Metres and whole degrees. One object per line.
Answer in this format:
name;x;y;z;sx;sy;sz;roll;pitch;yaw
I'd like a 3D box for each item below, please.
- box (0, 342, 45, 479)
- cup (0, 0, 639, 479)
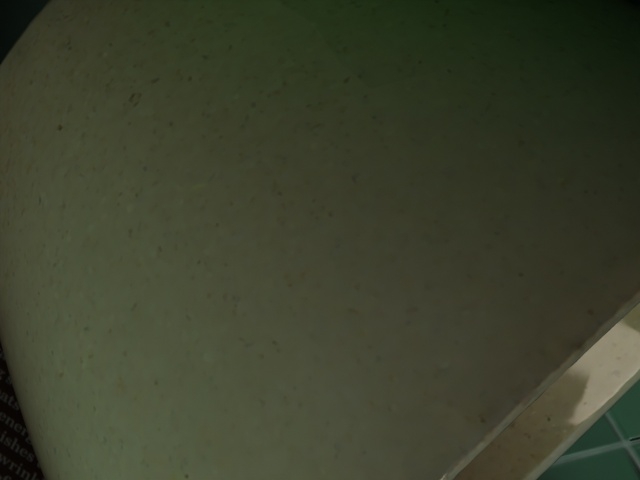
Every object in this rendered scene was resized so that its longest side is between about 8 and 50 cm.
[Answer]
box;-0.190;0.113;0.780;0.191;0.381;0.143;38;130;-12
cup;0.000;0.000;0.710;0.237;0.331;0.331;46;130;12
